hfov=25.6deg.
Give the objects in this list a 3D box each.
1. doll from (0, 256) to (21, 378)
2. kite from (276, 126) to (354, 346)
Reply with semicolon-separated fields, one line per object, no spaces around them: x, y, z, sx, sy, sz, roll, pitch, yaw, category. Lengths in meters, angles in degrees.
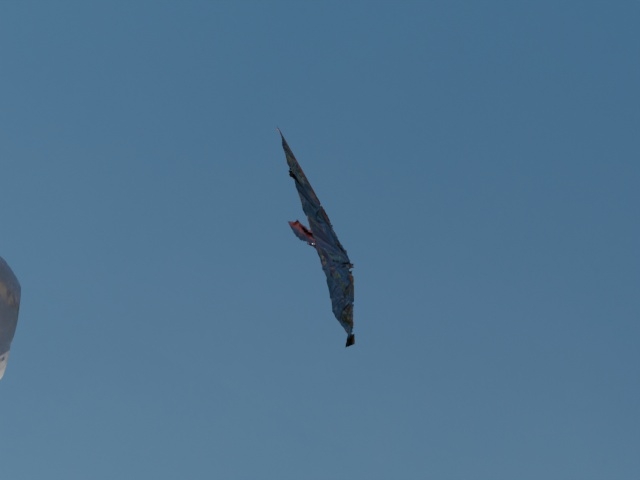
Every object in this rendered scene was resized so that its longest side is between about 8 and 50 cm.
-0.400;0.049;1.171;0.287;0.151;0.151;12;-119;-16;doll
0.000;0.000;1.406;0.009;0.189;0.232;-22;-106;13;kite
